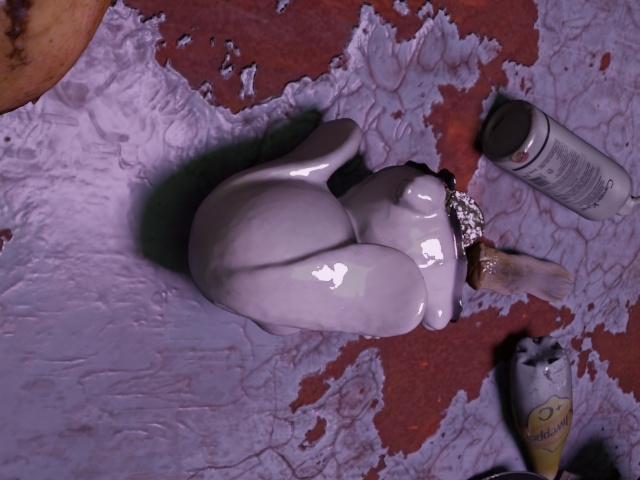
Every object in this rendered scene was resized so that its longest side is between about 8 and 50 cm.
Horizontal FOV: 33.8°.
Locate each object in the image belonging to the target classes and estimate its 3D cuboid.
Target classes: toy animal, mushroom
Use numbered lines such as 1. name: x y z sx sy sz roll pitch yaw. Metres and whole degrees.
1. toy animal: 0.018 0.007 1.092 0.289 0.249 0.174 -34 154 -30
2. mushroom: 0.262 0.044 1.379 0.202 0.054 0.059 10 105 -41

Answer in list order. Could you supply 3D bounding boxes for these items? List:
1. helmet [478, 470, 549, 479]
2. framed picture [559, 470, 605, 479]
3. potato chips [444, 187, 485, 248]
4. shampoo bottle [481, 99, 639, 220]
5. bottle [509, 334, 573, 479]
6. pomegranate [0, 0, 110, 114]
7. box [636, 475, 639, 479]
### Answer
1. helmet: 0.256 0.411 1.437 0.177 0.153 0.107 -37 148 -22
2. framed picture: 0.342 0.460 1.552 0.184 0.016 0.250 24 91 -52
3. potato chips: 0.113 0.015 1.283 0.209 0.026 0.142 -12 114 -30
4. shampoo bottle: 0.318 -0.089 1.348 0.262 0.085 0.085 25 90 -37
5. bottle: 0.308 0.252 1.453 0.083 0.083 0.269 -29 127 -23
6. pomegranate: -0.302 -0.229 0.760 0.322 0.322 0.322 -11 111 -31
7. box: 0.404 0.492 1.511 0.359 0.091 0.350 -45 149 -16
